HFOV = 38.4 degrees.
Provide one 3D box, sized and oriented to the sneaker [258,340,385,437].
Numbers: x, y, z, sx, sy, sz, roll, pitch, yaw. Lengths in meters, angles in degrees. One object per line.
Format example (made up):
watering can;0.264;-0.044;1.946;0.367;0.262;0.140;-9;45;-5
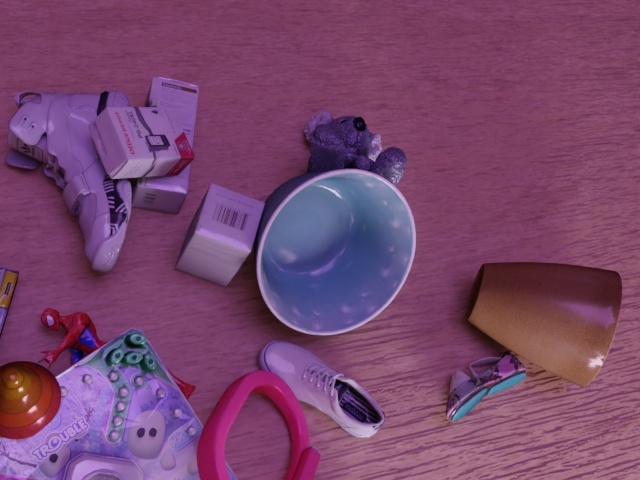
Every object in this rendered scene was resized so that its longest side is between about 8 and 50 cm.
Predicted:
sneaker;0.010;0.257;1.647;0.258;0.091;0.094;33;59;-5

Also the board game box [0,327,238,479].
board game box;-0.335;0.395;1.411;0.390;0.050;0.390;-34;95;-25

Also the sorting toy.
sorting toy;-0.523;0.126;1.336;0.365;0.126;0.127;45;63;9

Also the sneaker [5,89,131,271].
sneaker;-0.446;-0.114;1.615;0.210;0.137;0.366;5;61;-19

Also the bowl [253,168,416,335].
bowl;0.000;0.000;1.677;0.311;0.163;0.312;-9;113;-23

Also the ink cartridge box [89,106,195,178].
ink cartridge box;-0.309;-0.171;1.592;0.150;0.063;0.109;-9;69;-49

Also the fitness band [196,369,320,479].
fitness band;-0.097;0.343;1.514;0.209;0.054;0.291;52;31;-15

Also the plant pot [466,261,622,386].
plant pot;0.426;0.136;1.807;0.254;0.237;0.237;18;61;2

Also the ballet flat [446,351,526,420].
ballet flat;0.304;0.275;1.775;0.221;0.077;0.079;-22;58;-33

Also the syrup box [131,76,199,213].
syrup box;-0.291;-0.179;1.724;0.096;0.093;0.237;10;64;-17

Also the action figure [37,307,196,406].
action figure;-0.361;0.220;1.517;0.280;0.091;0.139;36;50;-3

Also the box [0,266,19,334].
box;-0.600;0.141;1.487;0.159;0.044;0.233;16;62;-14

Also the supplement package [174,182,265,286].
supplement package;-0.181;-0.007;1.640;0.105;0.179;0.105;20;62;-12

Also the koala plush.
koala plush;0.047;-0.168;1.828;0.196;0.203;0.221;16;41;-14
